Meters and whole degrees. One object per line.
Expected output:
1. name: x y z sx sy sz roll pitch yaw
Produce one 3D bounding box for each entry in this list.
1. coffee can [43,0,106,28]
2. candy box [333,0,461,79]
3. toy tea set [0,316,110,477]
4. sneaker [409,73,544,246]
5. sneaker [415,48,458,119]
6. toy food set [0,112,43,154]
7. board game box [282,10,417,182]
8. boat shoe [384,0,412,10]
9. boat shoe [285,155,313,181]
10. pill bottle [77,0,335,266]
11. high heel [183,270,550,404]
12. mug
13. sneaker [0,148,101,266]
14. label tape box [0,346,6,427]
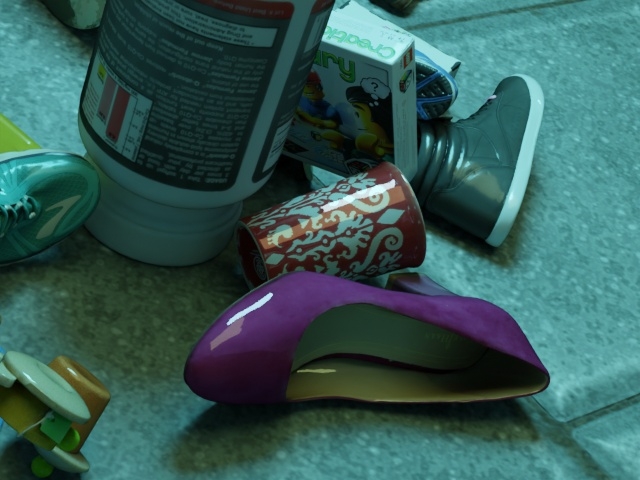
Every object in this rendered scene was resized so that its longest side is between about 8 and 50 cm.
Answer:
1. coffee can: -0.184 -0.369 2.153 0.275 0.202 0.201 -16 50 -40
2. candy box: 0.049 -0.191 2.150 0.164 0.070 0.196 31 37 14
3. toy tea set: -0.304 0.111 1.456 0.336 0.124 0.200 39 1 -29
4. sneaker: 0.168 -0.124 2.090 0.146 0.105 0.296 23 40 -6
5. sneaker: 0.060 -0.193 2.049 0.211 0.080 0.081 29 17 15
6. toy food set: -0.363 -0.097 1.835 0.218 0.071 0.128 40 16 21
7. board game box: -0.042 -0.176 1.925 0.305 0.193 0.053 21 52 22
8. boat shoe: 0.123 -0.357 2.422 0.060 0.064 0.178 52 38 -9
9. boat shoe: -0.037 -0.114 2.035 0.042 0.049 0.133 -19 53 2
10. pill bottle: -0.121 -0.163 1.777 0.210 0.363 0.210 14 37 -11
11. high heel: 0.052 0.111 1.700 0.181 0.127 0.377 33 33 34
12. mug: 0.004 0.007 1.841 0.169 0.150 0.113 -19 67 -19
13. sneaker: -0.320 -0.015 1.686 0.275 0.107 0.110 -19 12 -32
14. label tape box: -0.422 0.088 1.484 0.348 0.115 0.249 48 27 -25
